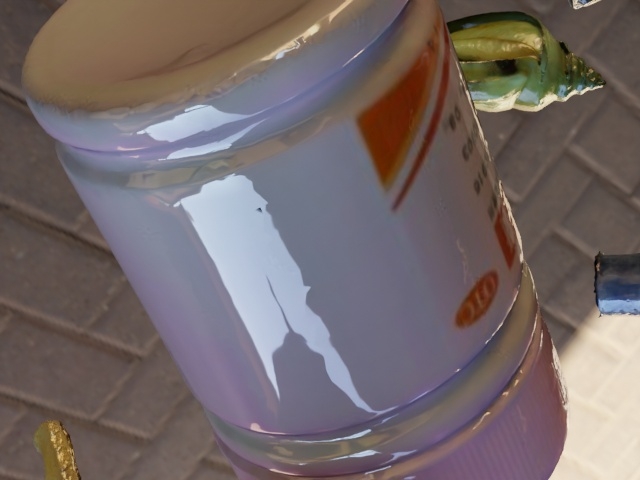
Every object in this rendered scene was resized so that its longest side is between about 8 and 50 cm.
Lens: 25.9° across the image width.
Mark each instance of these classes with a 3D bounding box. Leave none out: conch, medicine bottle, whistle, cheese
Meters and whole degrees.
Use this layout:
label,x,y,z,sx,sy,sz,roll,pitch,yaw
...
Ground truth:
label,x,y,z,sx,sy,sz,roll,pitch,yaw
conch,0.130,-0.140,1.120,0.201,0.095,0.079,-7,111,-9
medicine bottle,0.000,0.000,0.737,0.202,0.202,0.316,-36,126,-17
whistle,0.384,0.034,1.158,0.062,0.304,0.062,-1,90,-68
cheese,-0.247,0.209,1.297,0.044,0.083,0.030,-36,149,20

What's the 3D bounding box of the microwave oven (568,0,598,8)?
label,x,y,z,sx,sy,sz,roll,pitch,yaw
microwave oven,0.184,-0.259,0.803,0.194,0.145,0.240,-26,163,4
